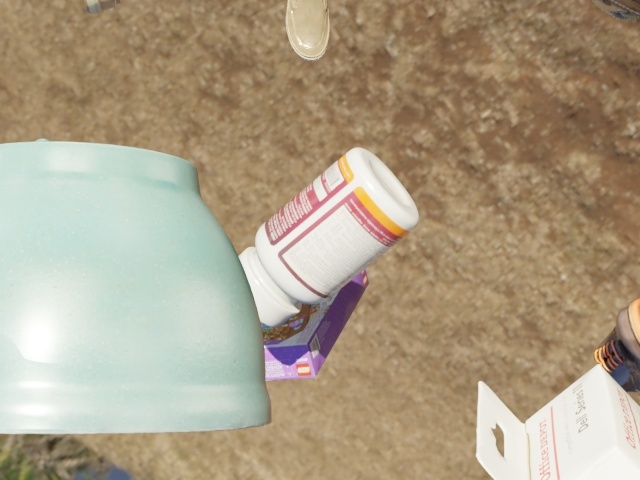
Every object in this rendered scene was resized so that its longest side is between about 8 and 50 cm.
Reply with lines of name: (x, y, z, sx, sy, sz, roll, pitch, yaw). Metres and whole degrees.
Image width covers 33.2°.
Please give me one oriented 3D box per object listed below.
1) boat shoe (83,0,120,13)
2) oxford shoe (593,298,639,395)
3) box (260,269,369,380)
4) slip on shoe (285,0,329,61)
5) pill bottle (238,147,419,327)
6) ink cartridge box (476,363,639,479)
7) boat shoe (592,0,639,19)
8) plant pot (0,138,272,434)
boat shoe: (-0.224, -0.424, 1.206, 0.121, 0.110, 0.341, -120, 33, -63)
oxford shoe: (0.383, 0.145, 1.307, 0.271, 0.098, 0.097, 44, -146, -57)
box: (-0.062, 0.114, 1.597, 0.201, 0.293, 0.057, -6, 112, 21)
slip on shoe: (-0.013, -0.278, 1.247, 0.041, 0.051, 0.135, 150, 123, -84)
pill bottle: (0.000, 0.000, 1.288, 0.221, 0.121, 0.121, -40, 88, 17)
ink cartridge box: (0.322, 0.270, 1.107, 0.353, 0.207, 0.119, 45, 108, -6)
boat shoe: (0.270, -0.256, 0.921, 0.324, 0.123, 0.120, -102, -14, -53)
plant pot: (-0.179, 0.036, 0.796, 0.293, 0.293, 0.196, -9, 78, 58)
